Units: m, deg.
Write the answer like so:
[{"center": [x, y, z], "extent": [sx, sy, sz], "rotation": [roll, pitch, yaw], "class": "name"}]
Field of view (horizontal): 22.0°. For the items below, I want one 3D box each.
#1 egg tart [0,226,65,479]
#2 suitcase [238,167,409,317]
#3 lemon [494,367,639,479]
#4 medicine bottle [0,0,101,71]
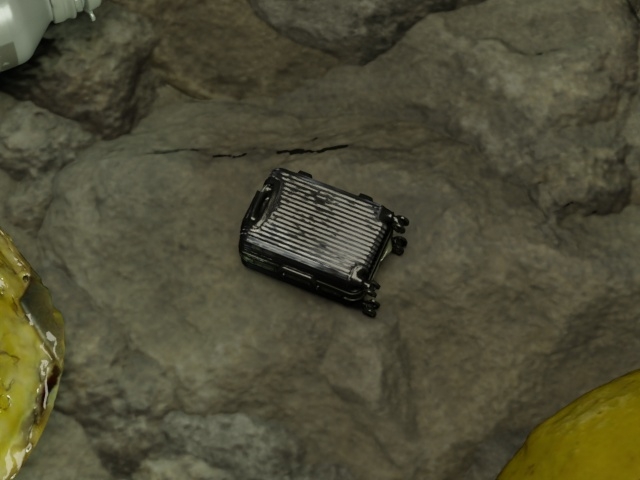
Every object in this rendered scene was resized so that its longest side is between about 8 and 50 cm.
[{"center": [-0.362, 0.073, 1.239], "extent": [0.341, 0.132, 0.341], "rotation": [1, 66, -3], "class": "egg tart"}, {"center": [0.000, 0.000, 1.329], "extent": [0.126, 0.059, 0.086], "rotation": [21, 65, 10], "class": "suitcase"}, {"center": [0.232, 0.228, 1.118], "extent": [0.316, 0.285, 0.285], "rotation": [-9, 66, -11], "class": "lemon"}, {"center": [-0.297, -0.200, 1.365], "extent": [0.215, 0.135, 0.135], "rotation": [-22, 68, -12], "class": "medicine bottle"}]
